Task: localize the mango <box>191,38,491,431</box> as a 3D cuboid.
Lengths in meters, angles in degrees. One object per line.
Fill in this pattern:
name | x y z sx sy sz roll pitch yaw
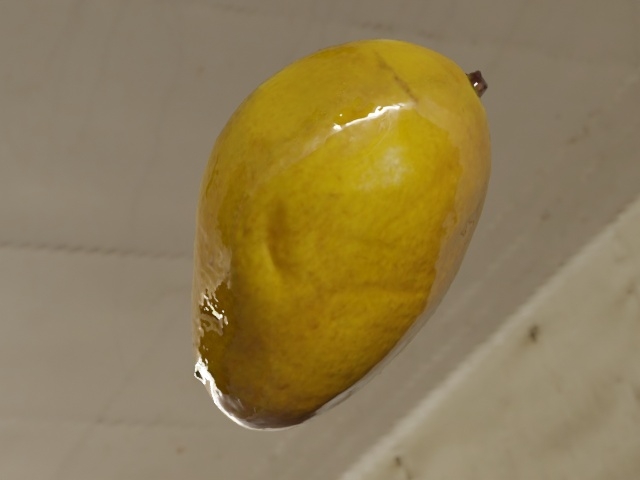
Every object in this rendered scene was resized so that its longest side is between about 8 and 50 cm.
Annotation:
mango | 0.000 0.000 0.922 0.147 0.109 0.227 15 -67 -30
